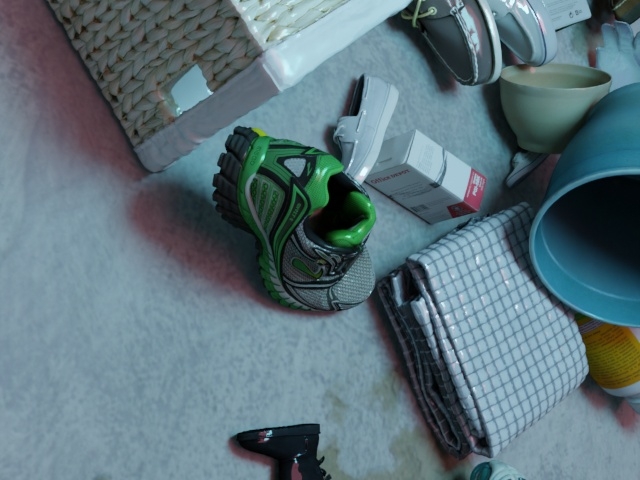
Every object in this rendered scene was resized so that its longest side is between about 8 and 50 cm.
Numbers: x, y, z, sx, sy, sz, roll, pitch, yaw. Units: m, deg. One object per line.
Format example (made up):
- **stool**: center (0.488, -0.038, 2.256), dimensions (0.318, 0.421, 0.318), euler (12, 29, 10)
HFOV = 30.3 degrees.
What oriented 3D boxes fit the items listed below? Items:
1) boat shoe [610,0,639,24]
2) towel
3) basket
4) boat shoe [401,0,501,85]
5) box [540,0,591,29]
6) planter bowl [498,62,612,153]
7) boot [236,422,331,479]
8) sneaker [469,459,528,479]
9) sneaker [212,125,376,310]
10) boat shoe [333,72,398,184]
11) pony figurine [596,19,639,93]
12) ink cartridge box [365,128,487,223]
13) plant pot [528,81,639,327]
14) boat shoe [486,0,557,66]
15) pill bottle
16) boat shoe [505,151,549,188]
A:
- **boat shoe**: center (0.508, -0.457, 1.907), dimensions (0.120, 0.122, 0.324), euler (40, 41, -8)
- **towel**: center (0.215, 0.117, 1.583), dimensions (0.235, 0.121, 0.283), euler (-28, 99, -35)
- **basket**: center (-0.087, -0.292, 1.319), dimensions (0.331, 0.328, 0.266), euler (-41, 101, -34)
- **boat shoe**: center (0.142, -0.352, 1.630), dimensions (0.097, 0.116, 0.324), euler (-27, 93, -32)
- **box**: center (0.333, -0.360, 1.784), dimensions (0.101, 0.087, 0.102), euler (-24, 96, -37)
- **planter bowl**: center (0.339, -0.190, 1.726), dimensions (0.162, 0.162, 0.109), euler (-19, 118, -37)
- **boot**: center (-0.043, 0.271, 1.406), dimensions (0.121, 0.045, 0.099), euler (1, 83, -37)
- **sneaker**: center (0.232, 0.421, 1.538), dimensions (0.107, 0.110, 0.275), euler (1, 98, -19)
- **sneaker**: center (0.000, 0.000, 1.371), dimensions (0.134, 0.146, 0.343), euler (-66, 153, -16)
- **boat shoe**: center (0.049, -0.142, 1.548), dimensions (0.063, 0.066, 0.184), euler (28, 67, -13)
- **pony figurine**: center (0.576, -0.151, 1.811), dimensions (0.364, 0.303, 0.351), euler (-6, 111, -20)
- **ink cartridge box**: center (0.138, -0.084, 1.576), dimensions (0.135, 0.099, 0.056), euler (31, 64, -28)
- **plant pot**: center (0.429, -0.069, 1.564), dimensions (0.272, 0.272, 0.255), euler (43, 43, -22)
- **boat shoe**: center (0.241, -0.356, 1.712), dimensions (0.088, 0.096, 0.267), euler (-38, 101, -28)
- **pill bottle**: center (0.436, 0.140, 1.725), dimensions (0.245, 0.136, 0.136), euler (49, 57, -18)
- **boat shoe**: center (0.299, -0.113, 1.746), dimensions (0.035, 0.035, 0.100), euler (44, 58, 11)
